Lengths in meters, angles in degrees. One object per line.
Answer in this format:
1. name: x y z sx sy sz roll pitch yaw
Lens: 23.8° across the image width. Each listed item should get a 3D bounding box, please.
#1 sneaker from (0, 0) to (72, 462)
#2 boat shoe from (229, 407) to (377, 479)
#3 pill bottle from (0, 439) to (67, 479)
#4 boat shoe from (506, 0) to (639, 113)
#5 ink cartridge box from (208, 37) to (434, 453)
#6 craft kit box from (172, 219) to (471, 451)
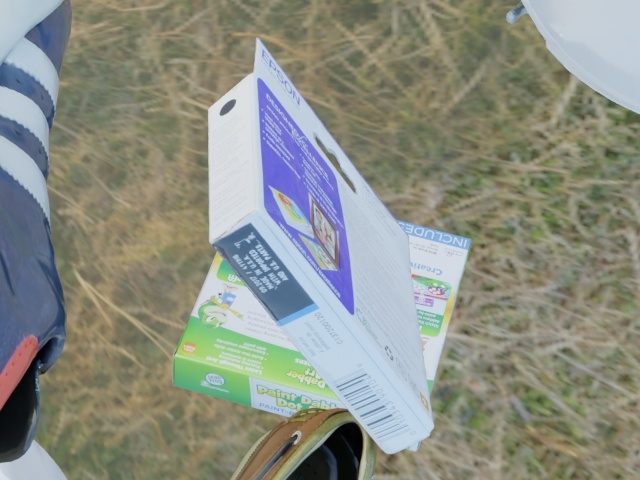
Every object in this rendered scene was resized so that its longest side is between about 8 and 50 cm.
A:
1. sneaker: -0.145 -0.007 0.527 0.131 0.350 0.148 -10 113 3
2. boat shoe: -0.053 0.237 0.945 0.111 0.104 0.307 27 63 -11
3. pill bottle: -0.308 0.253 1.161 0.246 0.136 0.136 -44 107 6
4. boat shoe: 0.114 -0.147 0.679 0.105 0.306 0.113 11 115 -55
5. ink cartridge box: 0.000 0.000 0.987 0.045 0.208 0.206 -28 122 18
6. craft kit box: 0.007 0.070 1.525 0.250 0.246 0.061 15 136 6
